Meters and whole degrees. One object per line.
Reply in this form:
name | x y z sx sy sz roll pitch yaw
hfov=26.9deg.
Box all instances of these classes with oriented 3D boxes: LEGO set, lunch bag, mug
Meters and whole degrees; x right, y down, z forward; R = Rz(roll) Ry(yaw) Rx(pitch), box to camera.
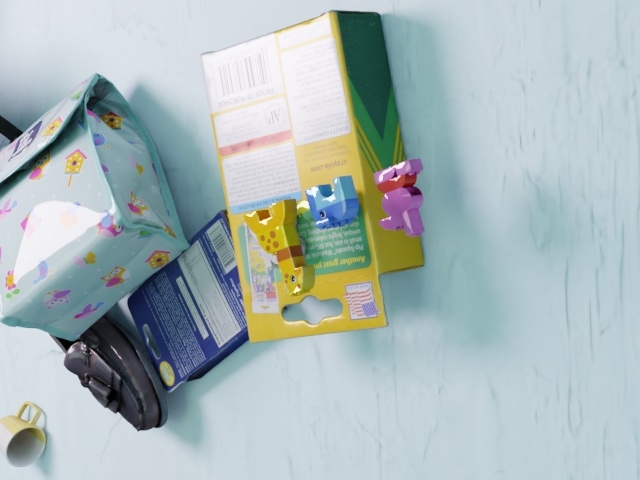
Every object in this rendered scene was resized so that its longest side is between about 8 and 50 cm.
LEGO set | 0.000 0.000 1.320 0.227 0.087 0.093 -20 82 42
lunch bag | -0.307 -0.050 1.615 0.223 0.160 0.262 -37 59 22
mug | -0.420 0.270 1.870 0.064 0.078 0.062 26 146 45

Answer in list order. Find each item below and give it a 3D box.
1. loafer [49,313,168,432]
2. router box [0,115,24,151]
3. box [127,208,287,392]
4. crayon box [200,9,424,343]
loafer | -0.304 0.133 1.699 0.302 0.095 0.109 50 142 29
router box | -0.557 -0.147 1.798 0.308 0.243 0.081 0 61 42
box | -0.141 0.075 1.598 0.225 0.036 0.136 -39 71 39
crayon box | -0.008 -0.063 1.430 0.203 0.083 0.323 -10 89 41
